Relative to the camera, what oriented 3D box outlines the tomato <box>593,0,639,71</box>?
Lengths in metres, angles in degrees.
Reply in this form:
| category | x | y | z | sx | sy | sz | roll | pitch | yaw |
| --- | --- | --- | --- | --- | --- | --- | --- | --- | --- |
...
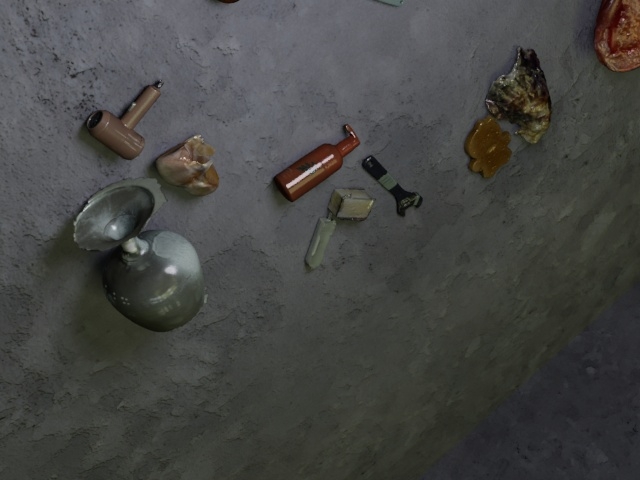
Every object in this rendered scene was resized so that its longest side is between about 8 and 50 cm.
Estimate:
| category | x | y | z | sx | sy | sz | roll | pitch | yaw |
| --- | --- | --- | --- | --- | --- | --- | --- | --- | --- |
| tomato | 0.933 | -0.672 | 2.182 | 0.309 | 0.170 | 0.308 | 0 | 123 | 0 |

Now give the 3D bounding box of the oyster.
| category | x | y | z | sx | sy | sz | roll | pitch | yaw |
| --- | --- | --- | --- | --- | --- | --- | --- | --- | --- |
| oyster | 0.608 | -0.424 | 2.179 | 0.271 | 0.100 | 0.275 | 6 | 124 | -25 |

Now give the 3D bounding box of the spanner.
| category | x | y | z | sx | sy | sz | roll | pitch | yaw |
| --- | --- | --- | --- | --- | --- | --- | --- | --- | --- |
| spanner | 0.203 | -0.156 | 2.121 | 0.087 | 0.024 | 0.316 | -45 | 140 | 8 |

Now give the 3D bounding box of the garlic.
| category | x | y | z | sx | sy | sz | roll | pitch | yaw |
| --- | --- | --- | --- | --- | --- | --- | --- | --- | --- |
| garlic | -0.289 | -0.159 | 1.662 | 0.124 | 0.099 | 0.174 | -34 | 141 | 10 |

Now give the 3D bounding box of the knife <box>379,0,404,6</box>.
| category | x | y | z | sx | sy | sz | roll | pitch | yaw |
| --- | --- | --- | --- | --- | --- | --- | --- | --- | --- |
| knife | 0.139 | -0.585 | 1.717 | 0.162 | 0.023 | 0.044 | 1 | 123 | -40 |

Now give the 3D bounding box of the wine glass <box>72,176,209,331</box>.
| category | x | y | z | sx | sy | sz | roll | pitch | yaw |
| --- | --- | --- | --- | --- | --- | --- | --- | --- | --- |
| wine glass | -0.392 | 0.048 | 1.645 | 0.238 | 0.238 | 0.322 | -34 | 139 | -13 |

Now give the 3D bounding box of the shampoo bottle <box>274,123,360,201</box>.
| category | x | y | z | sx | sy | sz | roll | pitch | yaw |
| --- | --- | --- | --- | --- | --- | --- | --- | --- | --- |
| shampoo bottle | -0.003 | -0.197 | 1.875 | 0.244 | 0.085 | 0.085 | -38 | 139 | -12 |

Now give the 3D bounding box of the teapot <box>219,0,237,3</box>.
| category | x | y | z | sx | sy | sz | roll | pitch | yaw |
| --- | --- | --- | --- | --- | --- | --- | --- | --- | --- |
| teapot | -0.177 | -0.535 | 1.456 | 0.098 | 0.078 | 0.129 | -16 | 131 | -30 |

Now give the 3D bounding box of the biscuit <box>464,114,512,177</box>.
| category | x | y | z | sx | sy | sz | roll | pitch | yaw |
| --- | --- | --- | --- | --- | --- | --- | --- | --- | --- |
| biscuit | 0.512 | -0.289 | 2.255 | 0.166 | 0.036 | 0.225 | -44 | 137 | 5 |

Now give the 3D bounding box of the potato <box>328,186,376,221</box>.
| category | x | y | z | sx | sy | sz | roll | pitch | yaw |
| --- | --- | --- | --- | --- | --- | --- | --- | --- | --- |
| potato | 0.085 | -0.104 | 2.036 | 0.122 | 0.061 | 0.086 | 1 | 122 | -37 |

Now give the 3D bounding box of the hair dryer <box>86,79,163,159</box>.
| category | x | y | z | sx | sy | sz | roll | pitch | yaw |
| --- | --- | --- | --- | --- | --- | --- | --- | --- | --- |
| hair dryer | -0.390 | -0.267 | 1.523 | 0.181 | 0.064 | 0.117 | -53 | 138 | -3 |

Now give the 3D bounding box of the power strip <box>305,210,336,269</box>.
| category | x | y | z | sx | sy | sz | roll | pitch | yaw |
| --- | --- | --- | --- | --- | --- | --- | --- | --- | --- |
| power strip | 0.000 | 0.000 | 2.072 | 0.048 | 0.030 | 0.191 | -1 | 123 | -37 |
